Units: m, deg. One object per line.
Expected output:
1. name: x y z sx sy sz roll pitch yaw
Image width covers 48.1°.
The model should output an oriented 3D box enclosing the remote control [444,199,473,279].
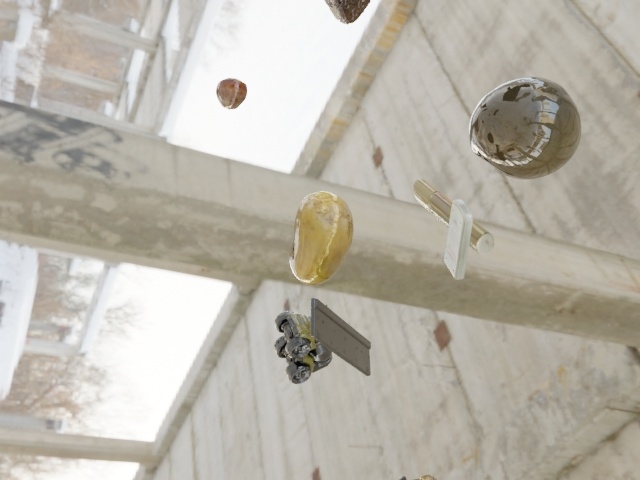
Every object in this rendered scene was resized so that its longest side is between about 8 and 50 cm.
1. remote control: 0.331 -0.004 1.719 0.087 0.029 0.190 -111 -163 -54

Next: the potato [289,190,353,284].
1. potato: 0.000 0.000 1.646 0.150 0.146 0.233 -57 163 -54

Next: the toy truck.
1. toy truck: -0.041 0.305 2.130 0.147 0.165 0.224 -121 -156 -44

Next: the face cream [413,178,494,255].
1. face cream: 0.397 -0.072 2.162 0.067 0.139 0.285 -45 -121 -1

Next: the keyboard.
1. keyboard: 0.052 0.231 1.694 0.018 0.310 0.100 -12 -121 24

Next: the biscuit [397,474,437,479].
1. biscuit: 0.149 0.571 1.463 0.260 0.041 0.203 -41 -171 40

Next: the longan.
1. longan: 0.483 -0.263 1.702 0.258 0.258 0.258 -41 -138 53

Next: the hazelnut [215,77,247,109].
1. hazelnut: -0.223 -0.371 1.809 0.086 0.086 0.086 -41 -138 53

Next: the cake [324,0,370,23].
1. cake: 0.023 -0.712 2.031 0.112 0.246 0.135 35 -74 49
